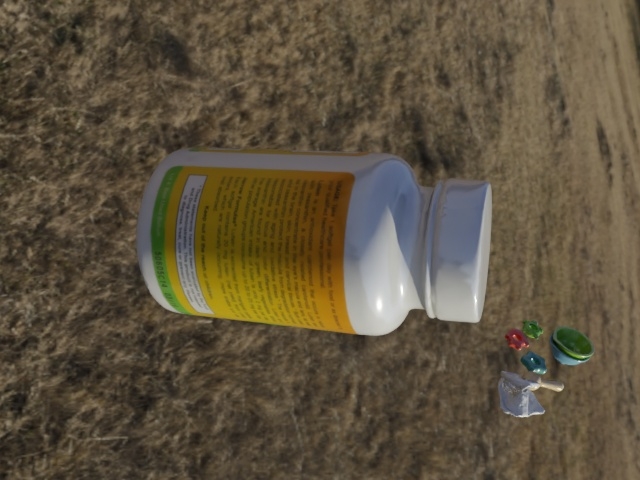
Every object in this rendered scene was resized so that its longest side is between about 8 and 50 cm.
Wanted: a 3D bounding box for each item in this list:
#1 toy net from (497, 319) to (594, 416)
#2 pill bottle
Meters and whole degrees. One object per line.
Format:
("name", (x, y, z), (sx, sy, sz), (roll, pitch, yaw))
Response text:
("toy net", (0.331, 0.187, 1.000), (0.232, 0.122, 0.045), (-25, 145, -45))
("pill bottle", (0.000, 0.000, 0.491), (0.136, 0.246, 0.136), (4, 90, -71))
